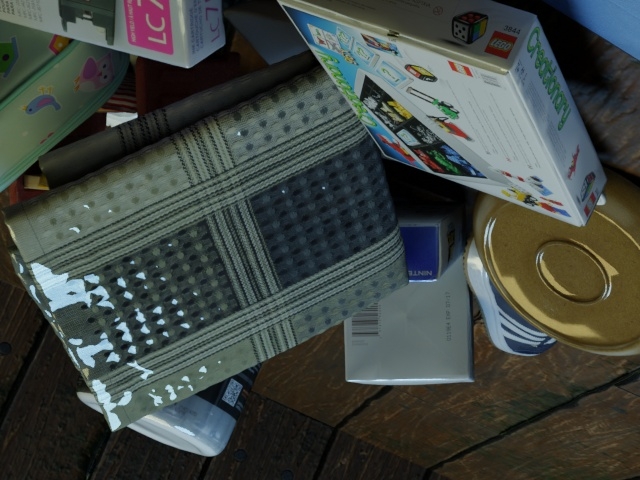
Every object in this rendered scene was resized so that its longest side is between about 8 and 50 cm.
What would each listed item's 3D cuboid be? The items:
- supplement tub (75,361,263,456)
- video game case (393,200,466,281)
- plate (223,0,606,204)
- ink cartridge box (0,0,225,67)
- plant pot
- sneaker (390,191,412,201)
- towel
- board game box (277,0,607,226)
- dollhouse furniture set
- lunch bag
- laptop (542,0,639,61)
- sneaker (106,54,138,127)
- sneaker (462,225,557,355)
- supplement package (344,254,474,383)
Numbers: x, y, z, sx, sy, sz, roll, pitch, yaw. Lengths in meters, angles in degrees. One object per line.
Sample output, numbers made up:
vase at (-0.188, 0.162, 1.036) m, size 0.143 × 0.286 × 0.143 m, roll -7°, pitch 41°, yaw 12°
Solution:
supplement tub at (-0.143, 0.079, 2.302) m, size 0.194 × 0.316 × 0.193 m, roll 23°, pitch 167°, yaw 6°
video game case at (0.000, 0.000, 1.935) m, size 0.270 × 0.061 × 0.244 m, roll 0°, pitch -173°, yaw 10°
plate at (0.091, -0.128, 1.690) m, size 0.277 × 0.045 × 0.278 m, roll 14°, pitch 163°, yaw 33°
ink cartridge box at (-0.217, -0.254, 1.485) m, size 0.311 × 0.065 × 0.185 m, roll 18°, pitch 126°, yaw 29°
plant pot at (0.240, 0.023, 1.819) m, size 0.236 × 0.032 × 0.236 m, roll 24°, pitch 141°, yaw 21°
sneaker at (-0.011, -0.052, 2.110) m, size 0.232 × 0.090 × 0.081 m, roll 0°, pitch 162°, yaw 6°
towel at (-0.093, -0.001, 1.670) m, size 0.056 × 0.324 × 0.312 m, roll 57°, pitch 170°, yaw 41°
board game box at (0.101, -0.113, 1.495) m, size 0.193 × 0.053 × 0.305 m, roll 22°, pitch 168°, yaw 24°
dollhouse furniture set at (-0.097, -0.102, 1.846) m, size 0.201 × 0.152 × 0.374 m, roll 5°, pitch -173°, yaw 41°
lunch bag at (-0.311, -0.179, 1.658) m, size 0.279 × 0.224 × 0.108 m, roll 49°, pitch -176°, yaw 32°
laptop at (0.296, -0.051, 1.263) m, size 0.382 × 0.408 × 0.236 m, roll 28°, pitch 132°, yaw -20°
sneaker at (-0.267, -0.198, 1.938) m, size 0.252 × 0.103 × 0.111 m, roll 18°, pitch 163°, yaw -2°
sneaker at (0.255, 0.071, 2.066) m, size 0.153 × 0.099 × 0.282 m, roll 19°, pitch 163°, yaw 26°
supplement package at (0.101, 0.092, 2.157) m, size 0.134 × 0.139 × 0.244 m, roll -1°, pitch 174°, yaw 6°
